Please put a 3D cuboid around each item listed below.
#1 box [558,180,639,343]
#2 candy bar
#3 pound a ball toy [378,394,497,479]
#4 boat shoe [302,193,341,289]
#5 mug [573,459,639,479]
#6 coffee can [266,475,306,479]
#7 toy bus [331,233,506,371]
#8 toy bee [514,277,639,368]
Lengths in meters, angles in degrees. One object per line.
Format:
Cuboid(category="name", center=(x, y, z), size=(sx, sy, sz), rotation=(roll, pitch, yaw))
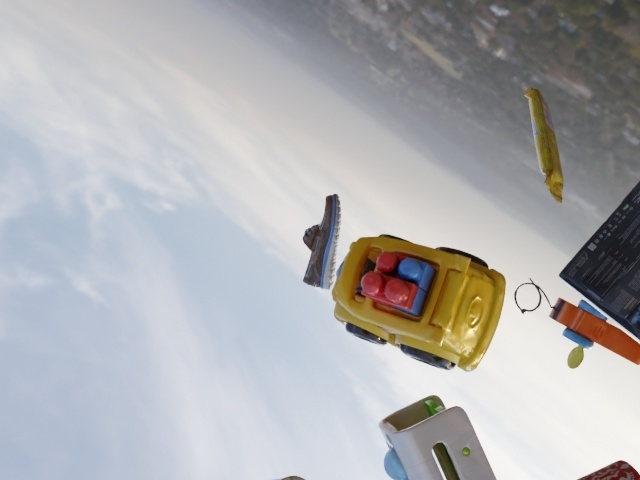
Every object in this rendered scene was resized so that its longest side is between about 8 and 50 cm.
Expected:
Cuboid(category="box", center=(0.456, 0.018, 1.008), size=(0.059, 0.233, 0.183), rotation=(30, -169, -44))
Cuboid(category="candy bar", center=(0.241, -0.107, 0.835), size=(0.040, 0.018, 0.162), rotation=(43, -145, -34))
Cuboid(category="pound a ball toy", center=(0.190, 0.404, 1.177), size=(0.208, 0.135, 0.319), rotation=(162, 84, -81))
Cuboid(category="boat shoe", center=(0.000, 0.000, 1.470), size=(0.066, 0.183, 0.066), rotation=(7, -179, 7))
Cuboid(category="mug", center=(0.458, 0.457, 1.314), size=(0.113, 0.169, 0.150), rotation=(56, 164, 41))
Cuboid(category="coffee can", center=(-0.159, 0.745, 2.076), size=(0.201, 0.275, 0.202), rotation=(24, -124, -40))
Cuboid(category="toy bus", center=(0.092, 0.060, 0.968), size=(0.220, 0.150, 0.211), rotation=(16, 173, 33))
Cuboid(category="toy bee", center=(0.588, 0.170, 1.749), size=(0.298, 0.195, 0.162), rotation=(49, -172, 5))
